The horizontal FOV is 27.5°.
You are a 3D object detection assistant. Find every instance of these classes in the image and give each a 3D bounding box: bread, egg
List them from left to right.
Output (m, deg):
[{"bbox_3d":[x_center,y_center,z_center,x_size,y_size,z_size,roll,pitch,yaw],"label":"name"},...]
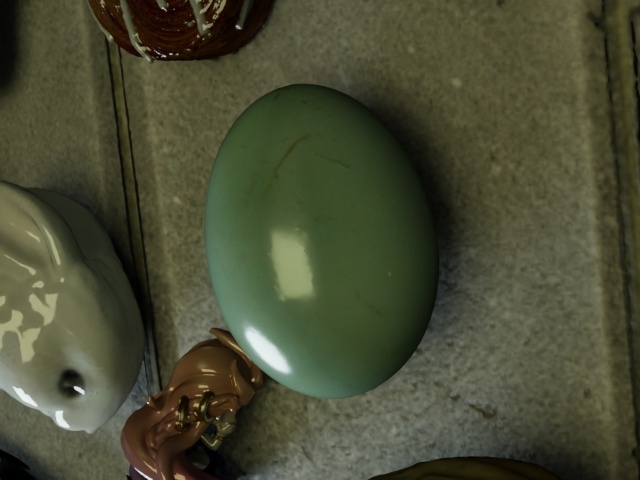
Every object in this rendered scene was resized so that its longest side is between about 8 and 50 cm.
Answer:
[{"bbox_3d":[-0.115,-0.219,1.036,0.160,0.073,0.161,6,102,30],"label":"bread"},{"bbox_3d":[0.000,0.000,0.950,0.168,0.168,0.231,-12,87,32],"label":"egg"}]

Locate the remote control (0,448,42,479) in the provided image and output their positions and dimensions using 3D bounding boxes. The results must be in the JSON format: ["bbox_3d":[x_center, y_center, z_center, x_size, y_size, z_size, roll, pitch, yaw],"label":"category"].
[{"bbox_3d":[-0.310,0.241,1.249,0.256,0.045,0.097,33,113,25],"label":"remote control"}]

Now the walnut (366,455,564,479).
[{"bbox_3d":[0.081,0.270,0.912,0.283,0.283,0.227,-16,62,32],"label":"walnut"}]

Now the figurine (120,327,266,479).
[{"bbox_3d":[-0.105,0.151,1.073,0.114,0.126,0.157,5,107,-14],"label":"figurine"}]

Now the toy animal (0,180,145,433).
[{"bbox_3d":[-0.317,0.031,1.155,0.357,0.194,0.258,12,81,12],"label":"toy animal"}]
